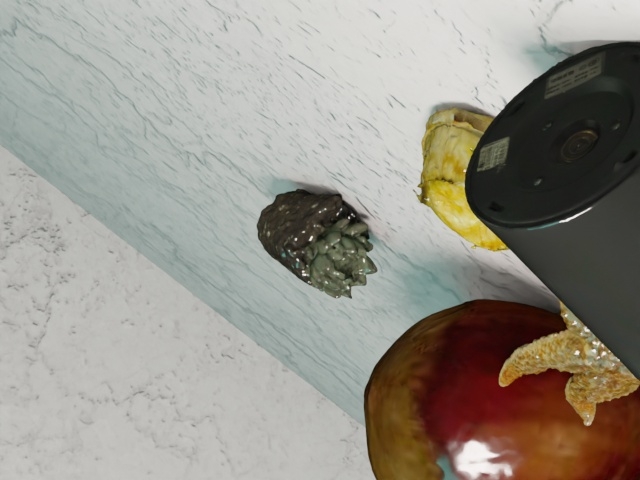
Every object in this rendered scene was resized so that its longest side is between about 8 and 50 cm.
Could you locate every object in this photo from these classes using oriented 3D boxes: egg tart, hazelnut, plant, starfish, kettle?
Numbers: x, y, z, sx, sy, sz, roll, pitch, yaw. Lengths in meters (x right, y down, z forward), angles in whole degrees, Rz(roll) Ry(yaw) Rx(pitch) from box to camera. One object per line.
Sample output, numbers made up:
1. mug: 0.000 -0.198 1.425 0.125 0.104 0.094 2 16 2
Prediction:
1. egg tart: 0.187 -0.054 1.399 0.212 0.090 0.212 32 160 13
2. hazelnut: 0.255 0.258 1.690 0.421 0.353 0.421 10 146 7
3. plant: 0.000 0.000 1.889 0.194 0.132 0.129 29 167 45
4. starfish: 0.328 0.103 1.350 0.375 0.094 0.327 -12 124 37
5. kettle: 0.319 -0.016 1.093 0.308 0.262 0.203 44 -165 -29
